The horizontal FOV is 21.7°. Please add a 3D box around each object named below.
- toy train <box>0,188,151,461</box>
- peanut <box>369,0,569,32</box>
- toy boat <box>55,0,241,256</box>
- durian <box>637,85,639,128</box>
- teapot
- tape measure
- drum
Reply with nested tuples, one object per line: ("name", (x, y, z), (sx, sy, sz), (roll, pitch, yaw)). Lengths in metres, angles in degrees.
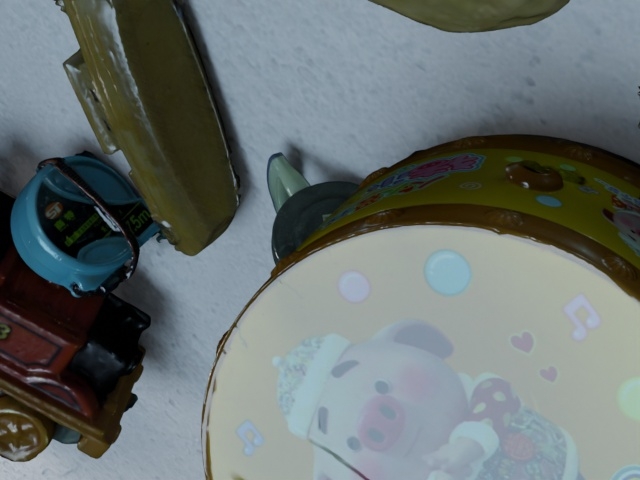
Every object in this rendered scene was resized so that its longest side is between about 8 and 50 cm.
("toy train", (-0.342, 0.071, 1.737), (0.369, 0.163, 0.231), (30, 129, -12))
("peanut", (0.014, -0.251, 1.179), (0.387, 0.169, 0.192), (24, 163, 20))
("toy boat", (-0.163, -0.124, 1.524), (0.121, 0.089, 0.321), (13, 134, 42))
("durian", (0.298, -0.108, 1.038), (0.167, 0.196, 0.196), (34, 141, 17))
("teapot", (-0.004, 0.009, 1.485), (0.149, 0.111, 0.108), (27, 153, 14))
("tape measure", (-0.238, -0.016, 1.656), (0.146, 0.125, 0.081), (48, 143, -4))
("drum", (0.133, 0.145, 1.277), (0.431, 0.214, 0.431), (7, 110, 19))
